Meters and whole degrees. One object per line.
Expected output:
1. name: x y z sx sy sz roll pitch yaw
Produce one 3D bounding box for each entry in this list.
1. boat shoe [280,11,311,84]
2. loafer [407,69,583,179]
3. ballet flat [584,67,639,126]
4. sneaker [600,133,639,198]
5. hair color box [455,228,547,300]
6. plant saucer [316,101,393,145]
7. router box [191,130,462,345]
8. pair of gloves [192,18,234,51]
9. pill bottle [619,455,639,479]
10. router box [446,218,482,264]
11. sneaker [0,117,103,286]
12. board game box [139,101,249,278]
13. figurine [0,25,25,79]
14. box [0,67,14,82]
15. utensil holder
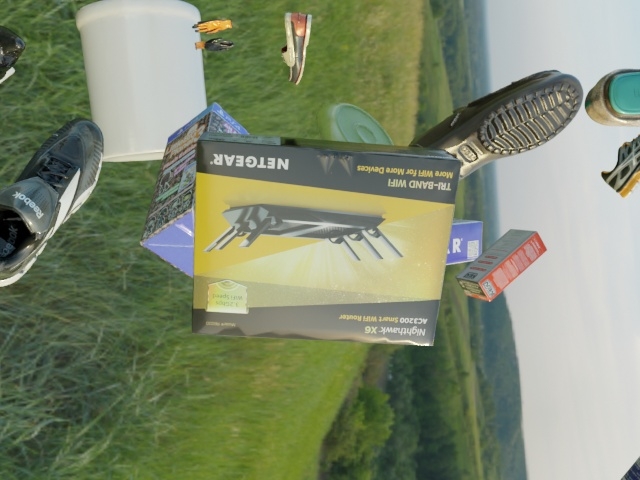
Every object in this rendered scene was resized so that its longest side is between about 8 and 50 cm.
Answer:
1. boat shoe: -0.044 -0.314 1.018 0.137 0.043 0.049 105 -12 -57
2. loafer: 0.306 -0.225 1.182 0.134 0.366 0.130 45 31 -38
3. ballet flat: 0.549 -0.214 0.930 0.106 0.316 0.107 139 -47 -85
4. sneaker: 0.712 -0.201 1.381 0.084 0.083 0.215 -4 129 -56
5. hair color box: 0.306 0.039 1.051 0.043 0.141 0.072 56 -14 -15
6. plant saucer: 0.095 -0.228 1.407 0.241 0.037 0.241 28 41 -28
7. router box: 0.000 0.000 0.771 0.081 0.309 0.242 -101 -166 -71
8. pair of gloves: -0.197 -0.377 1.146 0.083 0.074 0.010 103 -21 -68
9. pill bottle: 0.483 0.392 0.919 0.169 0.094 0.094 -57 167 10
10. router box: 0.110 -0.003 1.291 0.335 0.301 0.082 -6 100 -35
11. sneaker: -0.331 -0.049 0.732 0.234 0.078 0.106 -59 -166 -13
12. board game box: -0.185 -0.071 1.185 0.232 0.141 0.291 40 35 -34
13. figurine: -0.476 -0.229 0.733 0.215 0.209 0.092 -9 106 -33
14. box: -0.699 -0.339 1.002 0.232 0.058 0.322 -53 133 -25
15. utensil holder: -0.473 -0.423 1.702 0.327 0.328 0.385 -25 110 -73
